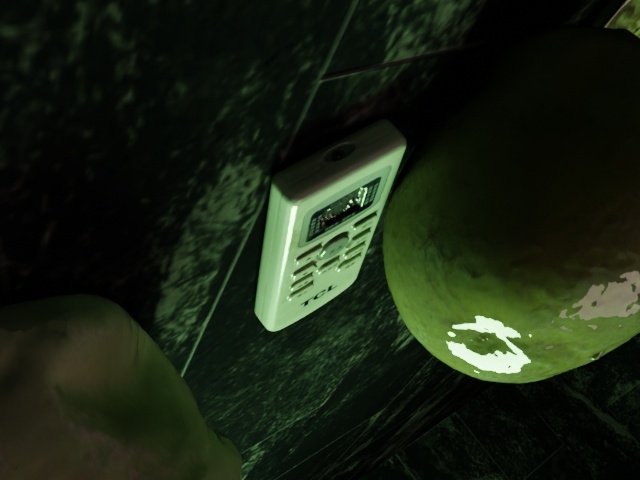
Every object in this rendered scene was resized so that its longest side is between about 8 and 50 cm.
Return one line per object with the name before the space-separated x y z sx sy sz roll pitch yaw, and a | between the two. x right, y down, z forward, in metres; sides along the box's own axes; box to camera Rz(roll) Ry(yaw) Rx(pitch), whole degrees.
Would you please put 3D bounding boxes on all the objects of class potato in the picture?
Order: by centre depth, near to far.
potato | 0.139 -0.023 0.474 0.160 0.178 0.235 152 -38 -89

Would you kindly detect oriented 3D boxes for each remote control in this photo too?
remote control | 0.000 0.000 0.500 0.087 0.029 0.190 -29 159 -24

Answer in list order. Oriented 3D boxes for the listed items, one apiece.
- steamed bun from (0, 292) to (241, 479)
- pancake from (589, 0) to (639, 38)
steamed bun | -0.154 0.185 0.376 0.280 0.207 0.268 -32 159 -23
pancake | 0.249 -0.151 0.605 0.212 0.029 0.235 -12 147 -50
